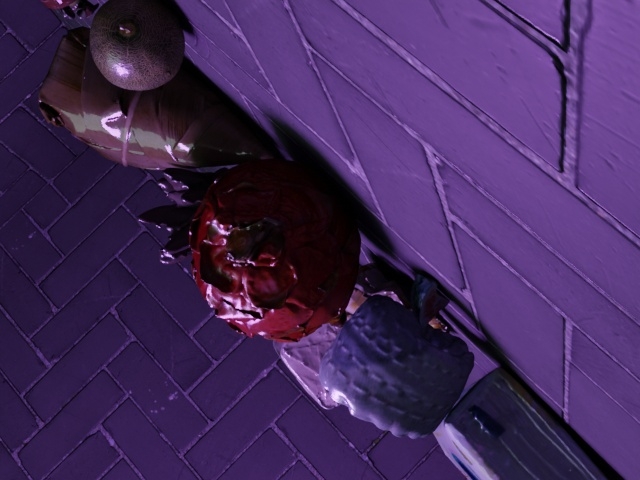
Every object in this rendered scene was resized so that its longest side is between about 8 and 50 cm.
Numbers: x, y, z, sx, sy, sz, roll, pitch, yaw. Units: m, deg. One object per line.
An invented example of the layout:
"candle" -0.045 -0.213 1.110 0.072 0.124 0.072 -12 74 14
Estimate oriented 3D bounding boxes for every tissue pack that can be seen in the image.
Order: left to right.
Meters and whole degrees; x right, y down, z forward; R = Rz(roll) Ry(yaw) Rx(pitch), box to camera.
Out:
"tissue pack" 0.046 0.210 2.150 0.194 0.266 0.356 51 175 -2
"tissue pack" 0.333 0.371 1.692 0.287 0.162 0.388 48 175 10

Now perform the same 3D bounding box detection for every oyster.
"oyster" 0.112 0.107 1.807 0.201 0.107 0.354 33 163 -18

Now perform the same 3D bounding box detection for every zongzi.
"zongzi" -0.248 -0.189 1.942 0.467 0.218 0.500 30 180 13

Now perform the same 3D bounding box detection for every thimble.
"thimble" 0.119 0.200 1.547 0.205 0.172 0.250 37 -171 30

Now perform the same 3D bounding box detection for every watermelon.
"watermelon" 0.165 0.082 1.473 0.061 0.085 0.085 5 -176 -12

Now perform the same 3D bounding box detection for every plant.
"plant" -0.158 -0.039 1.767 0.194 0.182 0.320 0 -177 39

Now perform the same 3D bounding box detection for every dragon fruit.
"dragon fruit" -0.066 0.018 1.554 0.277 0.277 0.342 44 178 21

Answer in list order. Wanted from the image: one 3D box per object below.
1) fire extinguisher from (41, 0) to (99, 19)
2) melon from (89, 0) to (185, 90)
"fire extinguisher" -0.524 -0.535 1.870 0.337 0.106 0.147 51 -162 -44
"melon" -0.265 -0.287 1.439 0.139 0.139 0.192 46 178 0
